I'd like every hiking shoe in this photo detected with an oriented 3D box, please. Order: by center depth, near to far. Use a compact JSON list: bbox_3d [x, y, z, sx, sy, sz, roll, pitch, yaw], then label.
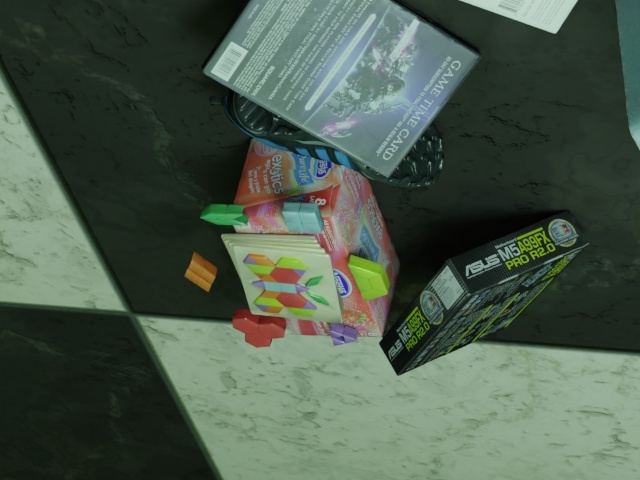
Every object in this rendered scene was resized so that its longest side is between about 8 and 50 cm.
[{"bbox_3d":[0.018,-0.151,1.853,0.304,0.113,0.132,21,177,-21],"label":"hiking shoe"}]

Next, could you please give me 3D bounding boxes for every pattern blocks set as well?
[{"bbox_3d":[-0.048,0.054,1.961,0.285,0.026,0.325,-4,142,25],"label":"pattern blocks set"}]

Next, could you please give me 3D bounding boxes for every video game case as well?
[{"bbox_3d":[0.026,-0.213,1.717,0.274,0.026,0.196,28,115,-22],"label":"video game case"}]

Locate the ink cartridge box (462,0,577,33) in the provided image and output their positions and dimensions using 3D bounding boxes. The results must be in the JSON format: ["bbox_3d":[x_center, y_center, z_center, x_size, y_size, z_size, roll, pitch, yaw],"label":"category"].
[{"bbox_3d":[0.180,-0.327,1.512,0.217,0.092,0.158,17,147,-8],"label":"ink cartridge box"}]

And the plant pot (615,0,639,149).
[{"bbox_3d":[0.462,-0.152,1.417,0.252,0.247,0.248,-23,129,27],"label":"plant pot"}]

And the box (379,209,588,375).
[{"bbox_3d":[0.222,0.077,2.012,0.216,0.060,0.270,-22,161,-29],"label":"box"}]

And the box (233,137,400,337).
[{"bbox_3d":[0.000,0.000,2.019,0.154,0.142,0.300,1,145,18],"label":"box"}]
